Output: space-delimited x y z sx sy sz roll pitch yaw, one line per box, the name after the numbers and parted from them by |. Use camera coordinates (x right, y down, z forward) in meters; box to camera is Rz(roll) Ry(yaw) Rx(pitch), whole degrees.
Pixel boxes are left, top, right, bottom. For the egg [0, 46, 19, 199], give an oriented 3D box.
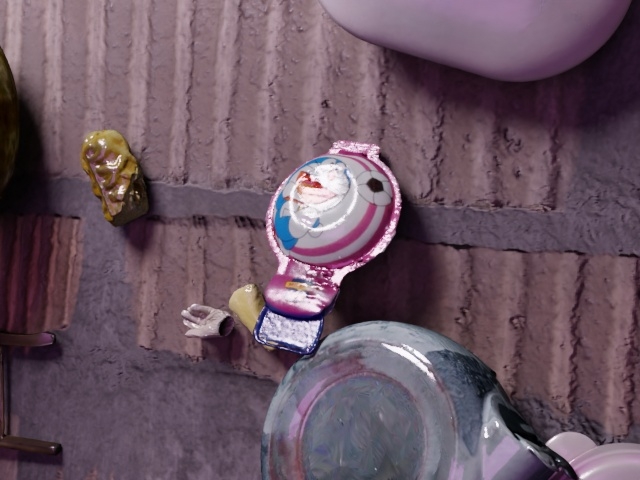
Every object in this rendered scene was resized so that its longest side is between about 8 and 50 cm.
-0.462 -0.126 1.122 0.238 0.238 0.289 27 81 16 | egg

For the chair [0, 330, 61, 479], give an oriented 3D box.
-0.491 0.197 1.185 0.319 0.160 0.186 1 98 18 | chair

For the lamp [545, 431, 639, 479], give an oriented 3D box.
0.315 0.291 0.937 0.246 0.108 0.180 17 95 12 | lamp

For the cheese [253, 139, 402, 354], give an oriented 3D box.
0.000 0.000 1.024 0.155 0.062 0.244 12 70 28 | cheese

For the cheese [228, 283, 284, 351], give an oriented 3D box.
-0.065 0.085 1.099 0.083 0.030 0.044 45 111 18 | cheese

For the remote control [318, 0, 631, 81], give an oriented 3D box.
0.143 -0.283 0.968 0.332 0.103 0.221 19 90 9 | remote control

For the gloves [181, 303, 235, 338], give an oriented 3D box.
-0.127 0.096 1.115 0.081 0.037 0.044 19 62 32 | gloves

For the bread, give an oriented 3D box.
-0.239 -0.078 1.140 0.066 0.060 0.110 -33 79 47 | bread

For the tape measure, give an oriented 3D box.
0.076 0.217 0.972 0.256 0.147 0.275 -50 54 8 | tape measure
